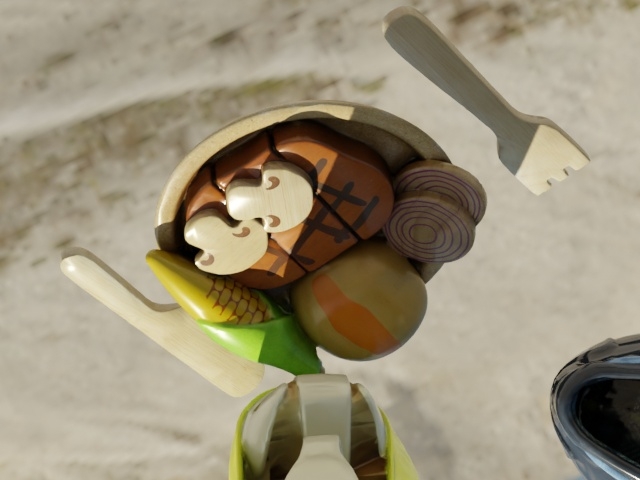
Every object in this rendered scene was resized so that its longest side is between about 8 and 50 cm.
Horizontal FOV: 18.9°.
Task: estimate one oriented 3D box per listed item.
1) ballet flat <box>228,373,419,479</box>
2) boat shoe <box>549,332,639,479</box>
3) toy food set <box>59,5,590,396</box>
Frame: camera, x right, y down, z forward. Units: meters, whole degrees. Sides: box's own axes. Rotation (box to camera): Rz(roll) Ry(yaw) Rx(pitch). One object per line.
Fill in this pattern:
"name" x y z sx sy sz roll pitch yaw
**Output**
"ballet flat" 0.001 0.096 0.718 0.077 0.077 0.231 -2 -155 1
"boat shoe" 0.193 0.098 0.618 0.258 0.109 0.089 10 179 21
"toy food set" 0.000 0.000 0.758 0.192 0.132 0.038 -36 -142 23
